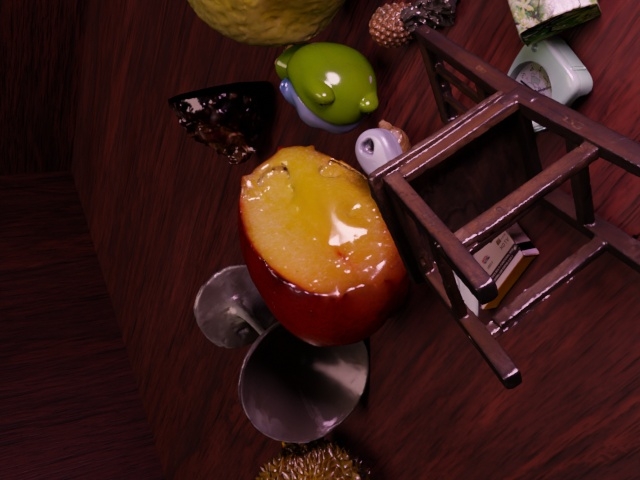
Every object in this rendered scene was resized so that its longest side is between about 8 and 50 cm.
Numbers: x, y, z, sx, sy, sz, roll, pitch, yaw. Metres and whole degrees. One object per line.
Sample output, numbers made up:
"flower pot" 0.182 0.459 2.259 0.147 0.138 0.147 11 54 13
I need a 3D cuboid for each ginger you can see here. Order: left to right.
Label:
"ginger" 0.116 -0.118 1.226 0.096 0.067 0.165 58 157 34

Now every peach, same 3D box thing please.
"peach" 0.000 0.000 1.232 0.281 0.281 0.338 -12 105 61

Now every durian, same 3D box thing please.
"durian" -0.008 0.511 1.450 0.293 0.258 0.258 -138 47 -63

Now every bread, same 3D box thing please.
"bread" -0.066 -0.501 1.190 0.308 0.348 0.348 116 137 -59

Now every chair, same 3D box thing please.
"chair" 0.170 -0.067 0.903 0.416 0.241 0.203 47 171 45

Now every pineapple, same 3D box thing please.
"pineapple" 0.144 -0.338 1.119 0.159 0.074 0.074 -3 94 53

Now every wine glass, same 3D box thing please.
"wine glass" -0.105 0.198 1.528 0.406 0.267 0.267 -146 54 -60

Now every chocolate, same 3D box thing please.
"chocolate" -0.218 -0.249 1.660 0.224 0.206 0.177 12 118 54

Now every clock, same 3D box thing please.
"clock" 0.276 -0.186 0.944 0.101 0.041 0.135 65 148 26

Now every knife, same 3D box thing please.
"knife" 0.158 -0.034 1.108 0.080 0.044 0.331 -43 71 35

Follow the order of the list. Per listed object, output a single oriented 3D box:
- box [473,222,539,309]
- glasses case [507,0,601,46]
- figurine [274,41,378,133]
"box" 0.214 -0.031 1.100 0.247 0.033 0.129 61 145 33
"glasses case" 0.245 -0.379 0.890 0.095 0.062 0.272 -21 77 26
"figurine" 0.002 -0.282 1.293 0.143 0.162 0.263 -67 30 23
